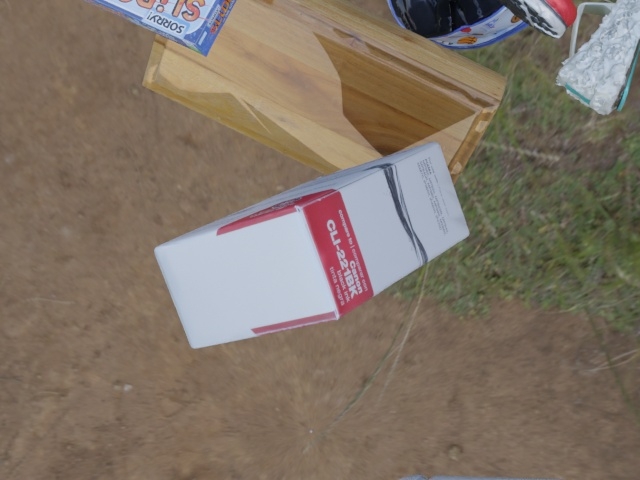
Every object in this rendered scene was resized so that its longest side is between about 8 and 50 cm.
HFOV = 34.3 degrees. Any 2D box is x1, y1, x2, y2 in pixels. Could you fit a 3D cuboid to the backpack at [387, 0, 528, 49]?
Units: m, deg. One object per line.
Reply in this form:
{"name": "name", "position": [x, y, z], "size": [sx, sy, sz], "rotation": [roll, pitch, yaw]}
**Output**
{"name": "backpack", "position": [0.201, -0.403, 1.451], "size": [0.276, 0.213, 0.264], "rotation": [-14, 74, 39]}

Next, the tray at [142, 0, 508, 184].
{"name": "tray", "position": [-0.002, -0.194, 1.278], "size": [0.410, 0.203, 0.076], "rotation": [25, 41, -1]}

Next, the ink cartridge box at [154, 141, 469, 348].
{"name": "ink cartridge box", "position": [0.000, 0.000, 1.069], "size": [0.197, 0.273, 0.114], "rotation": [-15, 99, 38]}

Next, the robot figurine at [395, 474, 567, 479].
{"name": "robot figurine", "position": [0.189, 0.379, 1.217], "size": [0.353, 0.300, 0.200], "rotation": [-3, 49, 21]}

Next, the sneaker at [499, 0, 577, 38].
{"name": "sneaker", "position": [0.185, -0.330, 1.021], "size": [0.118, 0.107, 0.279], "rotation": [-31, 74, 12]}

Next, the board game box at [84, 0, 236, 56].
{"name": "board game box", "position": [-0.174, -0.292, 1.083], "size": [0.201, 0.035, 0.136], "rotation": [26, 86, 18]}

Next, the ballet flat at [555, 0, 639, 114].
{"name": "ballet flat", "position": [0.501, -0.390, 1.719], "size": [0.147, 0.147, 0.409], "rotation": [28, 64, 4]}
